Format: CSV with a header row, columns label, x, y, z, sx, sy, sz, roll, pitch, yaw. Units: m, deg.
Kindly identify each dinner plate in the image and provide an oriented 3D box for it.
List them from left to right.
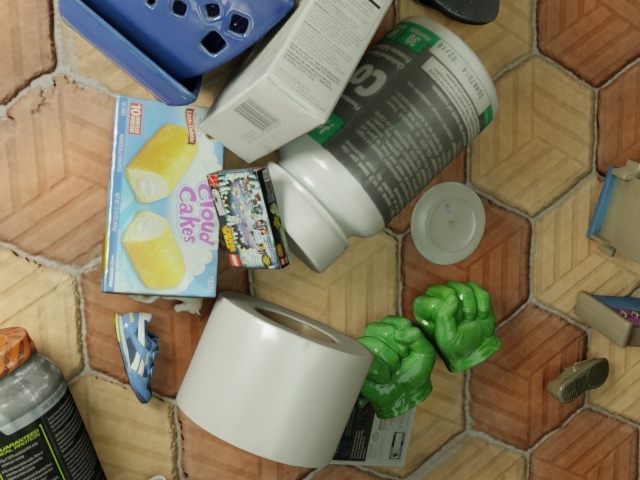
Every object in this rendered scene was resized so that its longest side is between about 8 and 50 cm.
label,x,y,z,sx,sy,sz,roll,pitch,yaw
dinner plate,0.217,-0.027,1.335,0.141,0.017,0.141,-3,99,-19

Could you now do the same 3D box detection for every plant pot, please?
label,x,y,z,sx,sy,sz,roll,pitch,yaw
plant pot,-0.190,-0.320,1.022,0.236,0.236,0.212,38,105,-20

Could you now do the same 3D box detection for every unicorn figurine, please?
label,x,y,z,sx,sy,sz,roll,pitch,yaw
unicorn figurine,-0.229,0.053,1.168,0.111,0.060,0.162,-4,102,-16

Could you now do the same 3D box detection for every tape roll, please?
label,x,y,z,sx,sy,sz,roll,pitch,yaw
tape roll,-0.065,0.196,1.153,0.246,0.246,0.169,22,91,-21

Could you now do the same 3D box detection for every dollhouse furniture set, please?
label,x,y,z,sx,sy,sz,roll,pitch,yaw
dollhouse furniture set,0.613,0.041,1.341,0.198,0.286,0.304,3,110,-20

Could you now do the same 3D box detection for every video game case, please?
label,x,y,z,sx,sy,sz,roll,pitch,yaw
video game case,0.079,0.284,1.338,0.173,0.022,0.191,8,97,-21

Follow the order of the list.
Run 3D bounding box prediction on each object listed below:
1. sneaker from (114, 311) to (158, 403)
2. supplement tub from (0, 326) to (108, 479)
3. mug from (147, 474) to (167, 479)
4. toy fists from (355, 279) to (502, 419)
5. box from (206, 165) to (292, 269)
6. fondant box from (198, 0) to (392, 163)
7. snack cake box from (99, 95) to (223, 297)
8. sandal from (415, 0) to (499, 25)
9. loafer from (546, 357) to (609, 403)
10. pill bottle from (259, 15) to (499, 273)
label,x,y,z,sx,sy,sz,roll,pitch,yaw
sneaker,-0.264,0.172,1.181,0.059,0.053,0.144,-14,105,-19
supplement tub,-0.410,0.290,1.075,0.193,0.193,0.316,-21,106,-15
mug,-0.219,0.455,1.234,0.169,0.150,0.113,40,49,-25
toy fists,0.172,0.165,1.297,0.279,0.096,0.142,-29,96,-20
box,-0.096,-0.029,1.067,0.027,0.093,0.137,-31,113,-47
fondant box,-0.010,-0.278,1.048,0.096,0.238,0.330,36,69,-19
snack cake box,-0.218,-0.055,1.109,0.152,0.089,0.265,4,84,-18
sandal,0.162,-0.408,1.237,0.254,0.054,0.097,19,86,-12
loafer,0.469,0.248,1.455,0.148,0.050,0.056,-17,108,-32
pill bottle,0.068,-0.135,1.163,0.361,0.204,0.204,-45,110,-8
